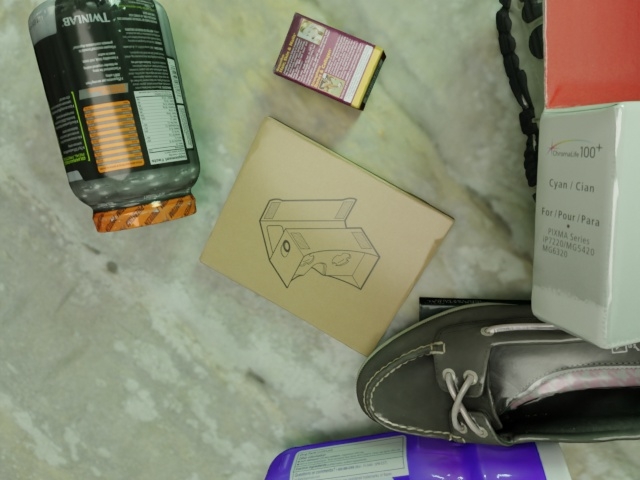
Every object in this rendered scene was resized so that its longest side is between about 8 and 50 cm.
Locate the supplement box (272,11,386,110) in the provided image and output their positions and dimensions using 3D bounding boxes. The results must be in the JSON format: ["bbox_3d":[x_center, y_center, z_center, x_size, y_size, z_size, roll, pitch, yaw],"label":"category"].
[{"bbox_3d":[0.009,-0.156,0.438,0.083,0.043,0.055,25,106,4],"label":"supplement box"}]

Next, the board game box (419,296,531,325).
[{"bbox_3d":[0.187,0.118,0.468,0.186,0.026,0.126,0,101,11],"label":"board game box"}]

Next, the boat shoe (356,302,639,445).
[{"bbox_3d":[0.185,0.108,0.401,0.335,0.095,0.112,-13,98,14],"label":"boat shoe"}]

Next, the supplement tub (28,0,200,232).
[{"bbox_3d":[-0.177,-0.109,0.447,0.117,0.117,0.190,-7,100,13],"label":"supplement tub"}]

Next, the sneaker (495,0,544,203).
[{"bbox_3d":[0.224,-0.090,0.382,0.110,0.107,0.275,-14,100,2],"label":"sneaker"}]

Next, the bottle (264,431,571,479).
[{"bbox_3d":[0.089,0.245,0.479,0.283,0.092,0.118,-14,103,14],"label":"bottle"}]

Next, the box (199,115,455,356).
[{"bbox_3d":[0.000,0.000,0.484,0.201,0.021,0.164,30,106,4],"label":"box"}]

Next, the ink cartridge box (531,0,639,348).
[{"bbox_3d":[0.280,-0.086,0.319,0.296,0.066,0.261,-8,102,-16],"label":"ink cartridge box"}]
